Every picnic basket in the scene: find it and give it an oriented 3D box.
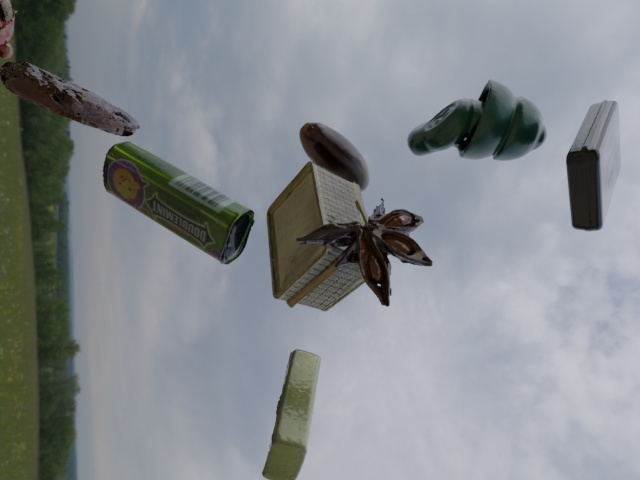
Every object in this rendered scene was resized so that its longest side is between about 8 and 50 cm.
[{"bbox_3d":[0.000,0.000,1.049,0.228,0.175,0.312,-44,-140,34],"label":"picnic basket"}]

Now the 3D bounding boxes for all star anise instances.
[{"bbox_3d":[0.089,0.014,0.633,0.157,0.213,0.053,57,-26,23],"label":"star anise"}]

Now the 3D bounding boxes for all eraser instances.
[{"bbox_3d":[-0.043,0.277,0.676,0.172,0.058,0.117,-78,-179,-55],"label":"eraser"}]

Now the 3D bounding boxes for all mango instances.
[{"bbox_3d":[0.044,-0.242,1.219,0.133,0.267,0.111,-16,-140,51],"label":"mango"}]

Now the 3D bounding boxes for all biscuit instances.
[{"bbox_3d":[-0.373,-0.214,0.640,0.192,0.192,0.049,42,-72,48],"label":"biscuit"}]

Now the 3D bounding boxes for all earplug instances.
[{"bbox_3d":[0.331,-0.233,0.914,0.280,0.257,0.163,18,-107,16],"label":"earplug"}]

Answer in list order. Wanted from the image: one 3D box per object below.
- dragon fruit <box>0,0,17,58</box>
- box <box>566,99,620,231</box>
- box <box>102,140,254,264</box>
[{"bbox_3d":[-0.767,-0.479,0.837,0.314,0.263,0.296,-21,-106,24],"label":"dragon fruit"},{"bbox_3d":[0.494,-0.139,0.754,0.050,0.230,0.160,4,-52,41],"label":"box"},{"bbox_3d":[-0.313,-0.083,0.918,0.346,0.097,0.134,30,-58,13],"label":"box"}]
